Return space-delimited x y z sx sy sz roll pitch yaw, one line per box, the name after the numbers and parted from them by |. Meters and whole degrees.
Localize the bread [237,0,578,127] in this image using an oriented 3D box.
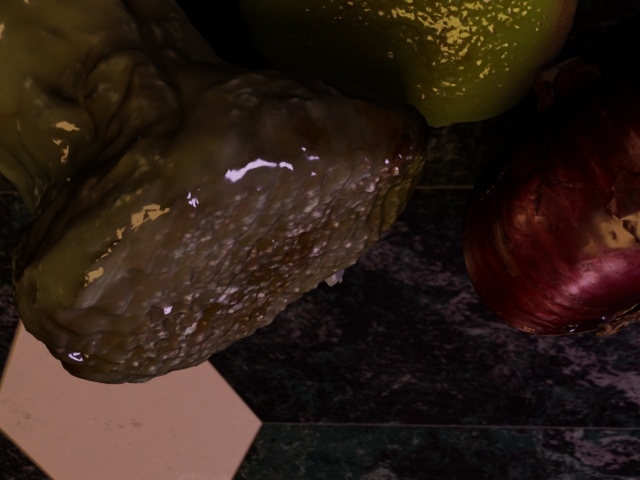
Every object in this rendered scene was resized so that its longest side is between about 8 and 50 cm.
0.070 -0.214 1.033 0.301 0.045 0.301 4 128 5 | bread

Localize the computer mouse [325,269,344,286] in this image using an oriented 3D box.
0.000 0.000 1.205 0.032 0.056 0.110 0 131 19 | computer mouse

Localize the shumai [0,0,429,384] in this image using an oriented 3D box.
-0.129 -0.085 1.004 0.324 0.397 0.323 -47 72 26 | shumai

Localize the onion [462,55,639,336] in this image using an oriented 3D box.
0.250 -0.049 1.001 0.314 0.314 0.232 -30 85 27 | onion
